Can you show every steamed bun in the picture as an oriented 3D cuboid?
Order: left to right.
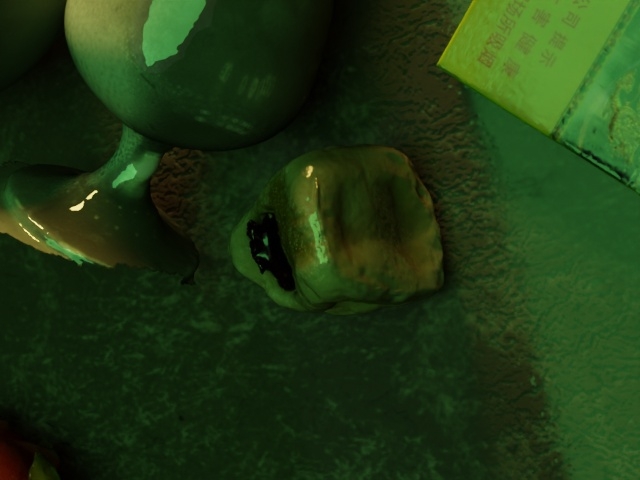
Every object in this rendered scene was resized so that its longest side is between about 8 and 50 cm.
[{"bbox_3d":[0.000,0.000,1.602,0.155,0.172,0.141,-18,77,40],"label":"steamed bun"}]

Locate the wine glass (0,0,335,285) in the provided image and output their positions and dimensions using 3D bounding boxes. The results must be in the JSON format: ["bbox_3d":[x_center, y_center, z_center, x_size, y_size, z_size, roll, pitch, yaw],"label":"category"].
[{"bbox_3d":[-0.131,-0.142,1.593,0.238,0.238,0.323,33,109,16],"label":"wine glass"}]

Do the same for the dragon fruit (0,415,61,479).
[{"bbox_3d":[-0.326,0.271,1.726,0.224,0.224,0.227,-3,92,22],"label":"dragon fruit"}]

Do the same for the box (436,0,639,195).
[{"bbox_3d":[0.281,-0.136,1.524,0.335,0.047,0.187,34,106,15],"label":"box"}]

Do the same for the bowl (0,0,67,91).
[{"bbox_3d":[-0.309,-0.246,1.678,0.289,0.146,0.289,-11,74,42],"label":"bowl"}]
